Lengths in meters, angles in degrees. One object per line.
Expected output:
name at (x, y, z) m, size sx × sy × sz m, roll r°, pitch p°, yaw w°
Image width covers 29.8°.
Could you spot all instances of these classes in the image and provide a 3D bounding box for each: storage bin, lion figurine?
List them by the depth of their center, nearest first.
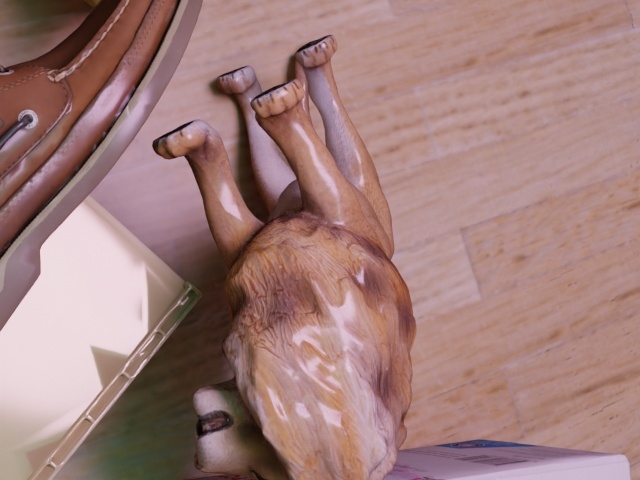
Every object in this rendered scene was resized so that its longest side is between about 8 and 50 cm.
storage bin at (-0.262, 0.046, 0.779) m, size 0.262 × 0.123 × 0.260 m, roll 44°, pitch 69°, yaw -15°
lion figurine at (0.000, 0.000, 0.826) m, size 0.240 × 0.142 × 0.392 m, roll 64°, pitch 21°, yaw -14°

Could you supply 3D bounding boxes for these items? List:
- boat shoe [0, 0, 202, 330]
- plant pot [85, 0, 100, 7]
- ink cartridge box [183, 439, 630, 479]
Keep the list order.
boat shoe at (-0.179, -0.060, 0.700) m, size 0.104 × 0.111 × 0.307 m, roll 36°, pitch 70°, yaw -18°
plant pot at (-0.145, -0.329, 0.822) m, size 0.239 × 0.254 × 0.254 m, roll 46°, pitch 67°, yaw 2°
ink cartridge box at (0.060, 0.258, 0.860) m, size 0.270 × 0.198 × 0.197 m, roll -3°, pitch 86°, yaw -24°
